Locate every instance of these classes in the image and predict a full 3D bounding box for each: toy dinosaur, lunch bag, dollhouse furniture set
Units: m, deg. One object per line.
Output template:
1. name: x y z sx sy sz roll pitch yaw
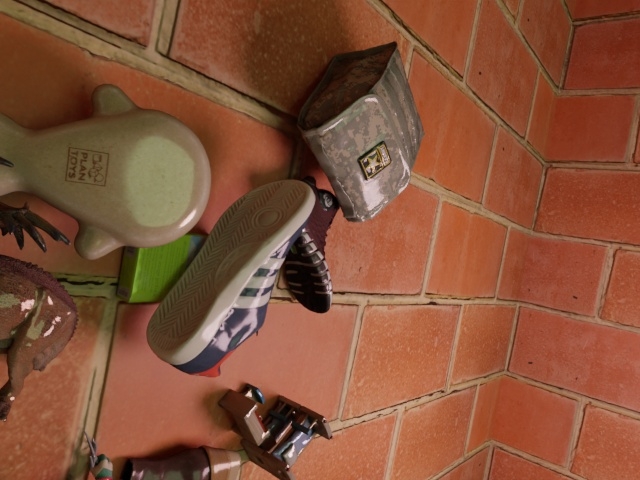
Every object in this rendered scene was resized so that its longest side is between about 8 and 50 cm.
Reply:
1. toy dinosaur: -0.339 0.060 0.529 0.200 0.127 0.295 -51 145 -25
2. lunch bag: 0.084 -0.206 0.953 0.235 0.169 0.287 59 43 -40
3. dollhouse furniture set: -0.080 0.350 0.939 0.129 0.129 0.183 -43 129 -37

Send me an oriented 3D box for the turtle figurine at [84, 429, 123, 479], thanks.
1. turtle figurine: -0.341 0.390 0.647 0.175 0.118 0.234 -18 118 -48

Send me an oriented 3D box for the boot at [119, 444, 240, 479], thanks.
1. boot: -0.253 0.470 0.816 0.207 0.090 0.248 13 90 -40

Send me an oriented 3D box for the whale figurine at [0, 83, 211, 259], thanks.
1. whale figurine: -0.281 -0.085 0.612 0.272 0.141 0.216 5 92 -27

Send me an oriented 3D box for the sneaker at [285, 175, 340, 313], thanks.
1. sneaker: 0.000 0.000 0.977 0.162 0.107 0.281 -43 129 -41

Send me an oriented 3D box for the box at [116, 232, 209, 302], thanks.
1. box: -0.220 0.041 0.761 0.178 0.043 0.108 8 94 -53

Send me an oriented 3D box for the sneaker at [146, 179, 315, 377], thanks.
1. sneaker: -0.116 0.059 0.773 0.350 0.131 0.148 -52 142 -21
